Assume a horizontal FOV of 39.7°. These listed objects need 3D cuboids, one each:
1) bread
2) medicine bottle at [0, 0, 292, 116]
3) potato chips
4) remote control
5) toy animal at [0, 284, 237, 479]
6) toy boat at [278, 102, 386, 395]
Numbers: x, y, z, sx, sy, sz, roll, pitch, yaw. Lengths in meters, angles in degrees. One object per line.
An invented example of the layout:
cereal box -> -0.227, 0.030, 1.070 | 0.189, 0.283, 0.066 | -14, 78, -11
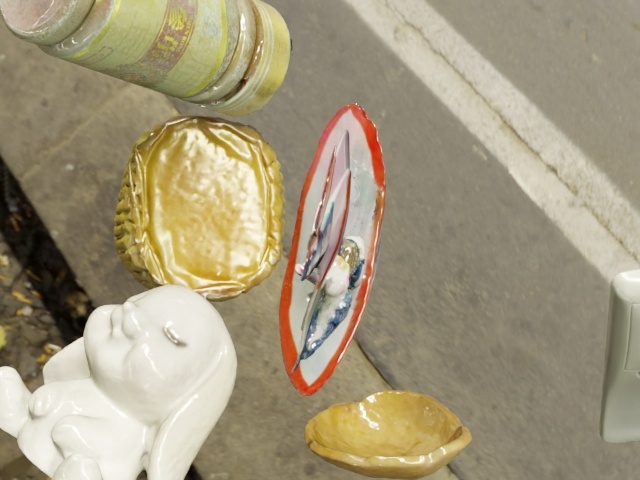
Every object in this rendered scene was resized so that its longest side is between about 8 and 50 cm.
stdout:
bread -> -0.163, -0.041, 1.219 | 0.228, 0.142, 0.253 | 3, 92, -21
medicine bottle -> -0.189, -0.249, 1.010 | 0.151, 0.322, 0.151 | -5, 81, 35
potato chips -> 0.081, 0.239, 1.048 | 0.208, 0.195, 0.061 | 3, 102, 31
remote control -> 0.224, 0.089, 0.618 | 0.050, 0.184, 0.027 | -7, 44, 7
toy animal -> -0.225, 0.171, 1.057 | 0.272, 0.206, 0.265 | 28, 74, 37
toy boat -> 0.006, -0.020, 0.635 | 0.072, 0.318, 0.219 | 10, 63, 7
